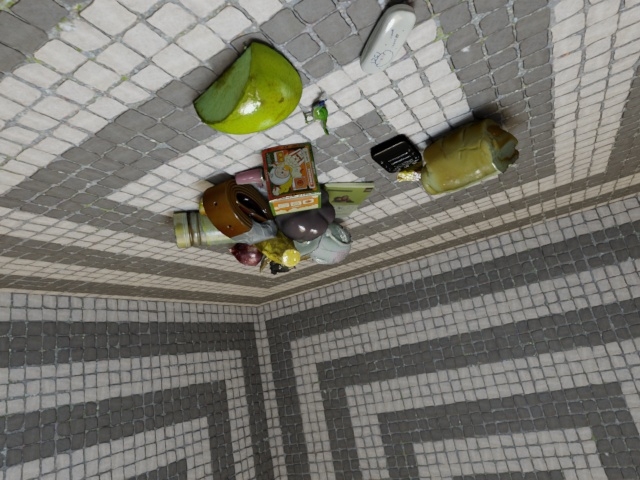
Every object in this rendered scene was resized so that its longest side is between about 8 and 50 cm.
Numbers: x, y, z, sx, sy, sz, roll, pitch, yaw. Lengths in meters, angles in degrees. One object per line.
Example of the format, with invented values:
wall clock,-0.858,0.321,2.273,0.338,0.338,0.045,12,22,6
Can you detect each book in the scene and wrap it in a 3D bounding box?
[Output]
book,0.076,-0.178,1.931,0.239,0.035,0.352,-3,162,-19

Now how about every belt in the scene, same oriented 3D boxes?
belt,-0.300,-0.105,1.611,0.122,0.217,0.339,-19,151,21

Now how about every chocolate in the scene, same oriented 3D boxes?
chocolate,-0.206,0.010,1.803,0.162,0.162,0.445,-4,-163,-21

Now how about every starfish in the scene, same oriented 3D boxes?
starfish,-0.190,0.015,2.192,0.293,0.084,0.301,-44,-171,24

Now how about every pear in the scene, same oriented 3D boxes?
pear,-0.160,-0.350,1.095,0.288,0.139,0.239,-24,167,40

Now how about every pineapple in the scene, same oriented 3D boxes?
pineapple,0.374,-0.269,1.670,0.137,0.116,0.069,-29,123,-16

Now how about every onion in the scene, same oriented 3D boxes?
onion,-0.399,0.056,2.208,0.195,0.159,0.159,10,155,-25

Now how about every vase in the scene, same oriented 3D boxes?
vase,0.000,0.000,2.081,0.250,0.249,0.445,-18,167,21

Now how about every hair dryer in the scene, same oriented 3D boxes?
hair dryer,-0.247,-0.223,1.573,0.106,0.053,0.154,-10,168,11

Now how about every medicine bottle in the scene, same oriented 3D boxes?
medicine bottle,-0.458,-0.055,1.794,0.323,0.151,0.151,-6,162,-16

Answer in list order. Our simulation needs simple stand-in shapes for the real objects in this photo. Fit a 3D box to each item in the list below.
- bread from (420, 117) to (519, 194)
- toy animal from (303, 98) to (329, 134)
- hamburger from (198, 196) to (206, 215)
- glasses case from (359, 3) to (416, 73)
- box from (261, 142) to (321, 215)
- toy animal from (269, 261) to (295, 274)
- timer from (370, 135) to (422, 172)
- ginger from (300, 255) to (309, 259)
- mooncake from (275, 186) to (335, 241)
bread,0.518,-0.304,1.518,0.301,0.210,0.341,-26,-178,-41
toy animal,-0.012,-0.368,1.267,0.075,0.041,0.217,-12,167,0
hamburger,-0.429,-0.135,1.675,0.127,0.081,0.141,-3,162,-25
glasses case,0.158,-0.477,0.996,0.076,0.049,0.197,-5,162,-21
box,-0.100,-0.211,1.442,0.178,0.194,0.148,-10,163,-2
toy animal,-0.249,0.163,2.710,0.169,0.106,0.343,-9,166,-9
timer,0.287,-0.325,1.568,0.144,0.055,0.187,-22,156,28
ginger,-0.090,0.072,2.422,0.376,0.166,0.236,11,145,-40
mooncake,-0.061,-0.116,1.703,0.245,0.244,0.133,0,163,-32
